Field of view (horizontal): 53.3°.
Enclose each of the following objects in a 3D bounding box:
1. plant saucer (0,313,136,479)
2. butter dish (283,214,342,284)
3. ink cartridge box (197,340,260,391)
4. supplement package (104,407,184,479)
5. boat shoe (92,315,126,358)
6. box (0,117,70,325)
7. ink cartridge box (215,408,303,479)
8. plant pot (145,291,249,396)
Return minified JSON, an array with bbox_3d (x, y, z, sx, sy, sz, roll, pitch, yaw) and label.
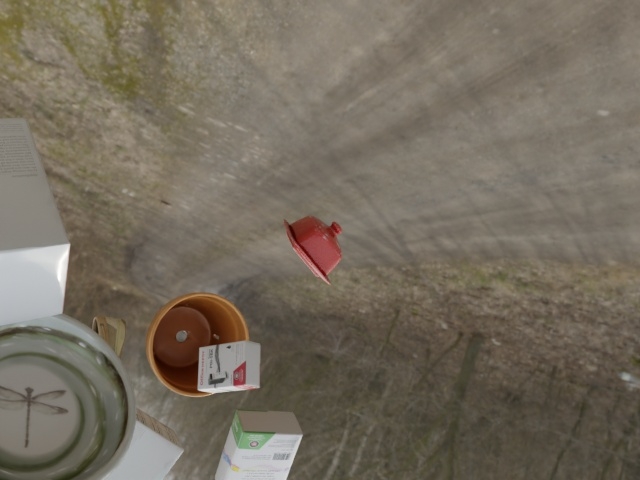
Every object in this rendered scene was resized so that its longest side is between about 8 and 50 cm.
[{"bbox_3d":[-0.558,0.318,1.232,0.400,0.400,0.100,29,124,-30],"label":"plant saucer"},{"bbox_3d":[0.000,0.000,1.541,0.160,0.118,0.160,50,-176,-25],"label":"butter dish"},{"bbox_3d":[-0.202,0.279,1.403,0.135,0.099,0.056,-14,157,30],"label":"ink cartridge box"},{"bbox_3d":[-0.528,0.583,1.762,0.203,0.194,0.149,41,169,-21],"label":"supplement package"},{"bbox_3d":[-0.721,0.417,2.088,0.110,0.341,0.122,18,148,-35],"label":"boat shoe"},{"bbox_3d":[-0.609,-0.040,1.206,0.168,0.345,0.215,-9,143,-33],"label":"box"},{"bbox_3d":[-0.201,0.687,2.028,0.201,0.278,0.117,10,-159,-25],"label":"ink cartridge box"},{"bbox_3d":[-0.380,0.293,1.863,0.291,0.290,0.203,27,166,-25],"label":"plant pot"}]
